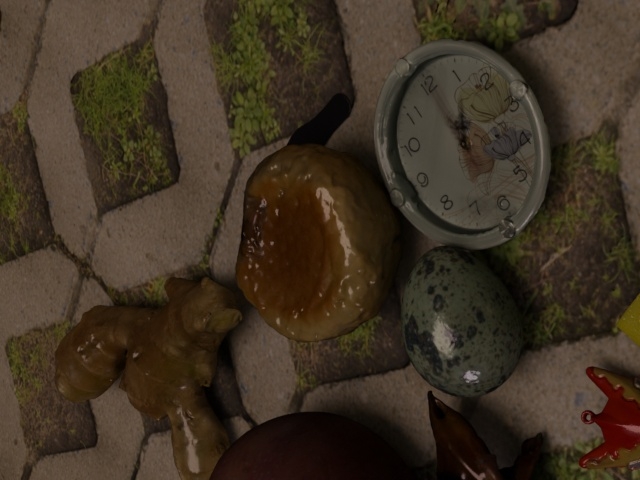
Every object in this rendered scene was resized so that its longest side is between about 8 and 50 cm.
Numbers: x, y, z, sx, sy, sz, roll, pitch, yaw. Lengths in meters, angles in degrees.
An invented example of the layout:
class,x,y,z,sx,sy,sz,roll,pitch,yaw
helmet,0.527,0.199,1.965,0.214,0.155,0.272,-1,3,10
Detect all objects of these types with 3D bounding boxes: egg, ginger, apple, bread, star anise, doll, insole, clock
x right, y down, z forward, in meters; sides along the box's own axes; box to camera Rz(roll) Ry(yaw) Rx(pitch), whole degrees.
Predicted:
class,x,y,z,sx,sy,sz,roll,pitch,yaw
egg,0.153,0.089,1.371,0.132,0.132,0.172,-17,91,44
ginger,-0.233,0.155,1.771,0.363,0.122,0.348,38,122,36
apple,-0.013,0.360,1.525,0.306,0.235,0.305,10,104,43
bread,0.000,0.000,1.485,0.244,0.134,0.244,19,118,42
star anise,0.167,0.345,1.395,0.148,0.237,0.346,-176,80,-76
doll,0.351,0.192,1.277,0.169,0.057,0.109,4,89,27
insole,-0.005,-0.136,1.543,0.135,0.002,0.045,-45,72,40
clock,0.161,-0.106,1.366,0.236,0.053,0.236,16,113,41

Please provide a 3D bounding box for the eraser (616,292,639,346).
class,x,y,z,sx,sy,sz,roll,pitch,yaw
eraser,0.371,0.087,1.234,0.122,0.045,0.097,45,128,23
